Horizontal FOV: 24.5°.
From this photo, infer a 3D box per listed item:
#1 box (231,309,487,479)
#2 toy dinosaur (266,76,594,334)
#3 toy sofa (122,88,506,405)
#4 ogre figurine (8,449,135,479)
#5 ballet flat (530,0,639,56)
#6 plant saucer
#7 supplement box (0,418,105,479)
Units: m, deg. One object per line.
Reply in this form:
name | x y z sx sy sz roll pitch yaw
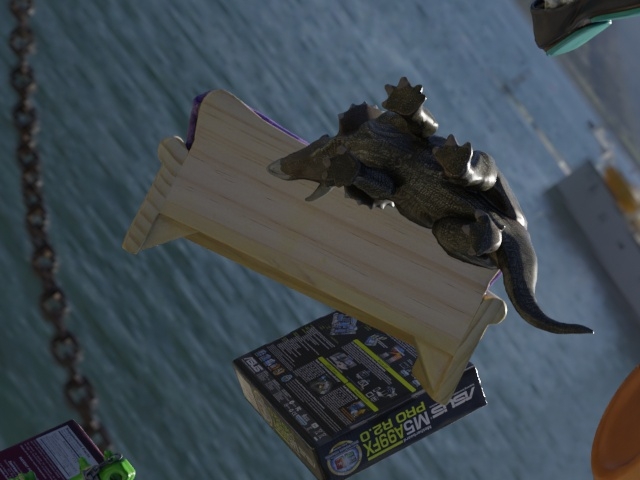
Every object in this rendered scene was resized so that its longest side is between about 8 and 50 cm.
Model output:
box | 0.040 0.170 1.769 0.270 0.216 0.060 36 -32 60
toy dinosaur | 0.100 -0.038 1.159 0.314 0.121 0.160 28 2 20
toy sofa | 0.000 0.000 1.439 0.363 0.177 0.150 26 2 -7
ogre figurine | -0.262 0.272 1.500 0.197 0.118 0.096 -3 -71 59
ballet flat | 0.252 -0.220 1.326 0.074 0.074 0.203 52 -23 -10
plant saucer | 0.337 0.186 1.509 0.037 0.200 0.200 30 16 -9
supplement box | -0.353 0.298 1.727 0.188 0.104 0.081 -22 60 -43
